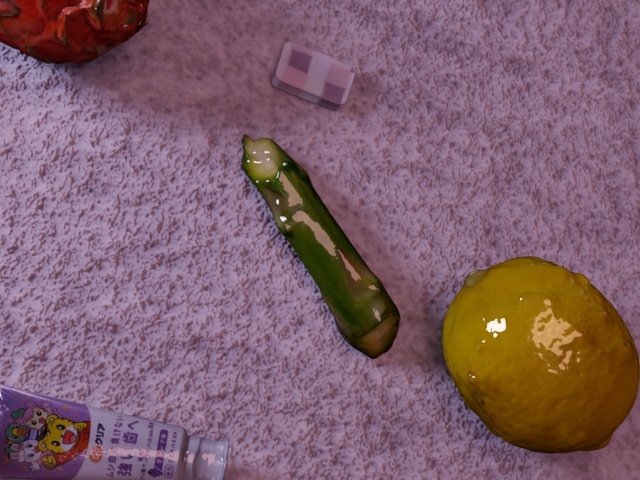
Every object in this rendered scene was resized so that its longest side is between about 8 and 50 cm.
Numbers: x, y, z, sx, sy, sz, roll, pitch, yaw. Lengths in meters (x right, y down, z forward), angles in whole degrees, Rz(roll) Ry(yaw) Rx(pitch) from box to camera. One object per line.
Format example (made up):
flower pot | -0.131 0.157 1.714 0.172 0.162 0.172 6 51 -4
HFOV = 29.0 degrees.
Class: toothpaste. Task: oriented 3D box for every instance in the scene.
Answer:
toothpaste | -0.261 0.244 1.467 0.299 0.073 0.114 10 73 -8

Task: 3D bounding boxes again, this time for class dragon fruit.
dragon fruit | -0.325 -0.329 1.500 0.252 0.241 0.240 15 72 -5

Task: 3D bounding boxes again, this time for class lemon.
lemon | 0.282 0.149 1.579 0.233 0.233 0.288 -39 94 -22

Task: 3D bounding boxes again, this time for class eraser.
eraser | -0.010 -0.223 1.683 0.105 0.026 0.065 22 68 -12

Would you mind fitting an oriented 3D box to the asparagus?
asparagus | -0.001 0.001 1.603 0.082 0.085 0.343 -32 90 2
